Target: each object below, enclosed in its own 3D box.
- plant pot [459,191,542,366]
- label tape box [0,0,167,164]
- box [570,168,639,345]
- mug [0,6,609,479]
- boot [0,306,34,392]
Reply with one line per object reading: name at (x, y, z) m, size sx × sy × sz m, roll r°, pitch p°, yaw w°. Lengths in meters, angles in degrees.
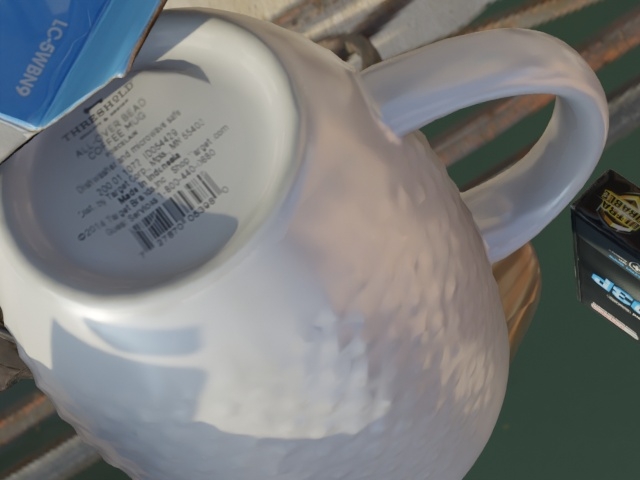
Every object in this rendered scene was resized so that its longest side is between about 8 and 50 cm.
plant pot at (0.095, 0.081, 1.279) m, size 0.280 × 0.323 × 0.323 m, roll -33°, pitch 133°, yaw -43°
label tape box at (-0.145, -0.140, 0.516) m, size 0.106 × 0.241 × 0.333 m, roll 33°, pitch 153°, yaw -22°
box at (0.304, 0.057, 0.927) m, size 0.051 × 0.220 × 0.175 m, roll -44°, pitch 151°, yaw -11°
mug at (0.000, 0.000, 0.688) m, size 0.374 × 0.276 × 0.328 m, roll -27°, pitch 151°, yaw 3°
boot at (-0.378, 0.125, 1.110) m, size 0.229 × 0.091 × 0.263 m, roll -31°, pitch 147°, yaw 7°
